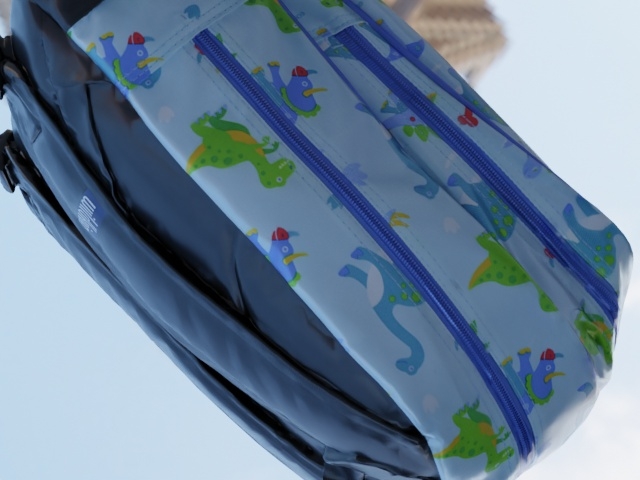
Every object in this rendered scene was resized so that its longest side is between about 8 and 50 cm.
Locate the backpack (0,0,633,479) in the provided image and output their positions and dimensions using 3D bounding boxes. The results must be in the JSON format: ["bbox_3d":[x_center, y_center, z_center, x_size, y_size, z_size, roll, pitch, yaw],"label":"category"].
[{"bbox_3d":[0.000,0.000,1.080,0.273,0.290,0.355,-25,-114,-19],"label":"backpack"}]
